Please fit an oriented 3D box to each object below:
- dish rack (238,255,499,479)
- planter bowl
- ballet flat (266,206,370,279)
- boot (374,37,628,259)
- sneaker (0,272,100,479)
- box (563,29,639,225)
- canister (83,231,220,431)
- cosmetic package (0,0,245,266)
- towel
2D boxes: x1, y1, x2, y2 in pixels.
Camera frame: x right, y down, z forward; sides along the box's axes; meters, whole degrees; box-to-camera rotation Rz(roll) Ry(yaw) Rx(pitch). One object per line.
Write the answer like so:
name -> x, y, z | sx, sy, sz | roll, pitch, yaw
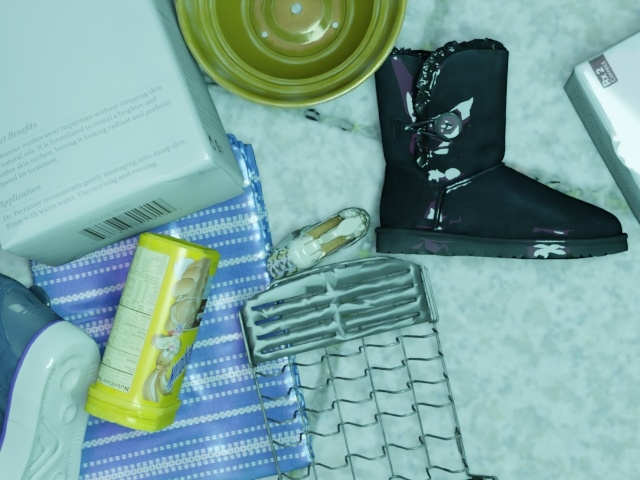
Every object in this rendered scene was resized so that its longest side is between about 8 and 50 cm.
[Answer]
dish rack -> 0.039, 0.155, 1.373 | 0.208, 0.074, 0.272 | -14, 92, -8
planter bowl -> -0.025, -0.229, 1.404 | 0.217, 0.090, 0.217 | 0, 88, 3
ballet flat -> 0.000, 0.000, 1.404 | 0.114, 0.041, 0.041 | -29, 86, -16
boot -> 0.168, -0.086, 1.382 | 0.246, 0.094, 0.207 | 2, 92, 11
sneaker -> -0.355, 0.179, 1.418 | 0.236, 0.130, 0.323 | 26, 106, 25
box -> 0.348, -0.118, 1.357 | 0.182, 0.119, 0.181 | -29, 87, 3
canister -> -0.152, 0.082, 1.355 | 0.073, 0.126, 0.170 | 17, 91, 7
cosmetic package -> -0.244, -0.193, 1.370 | 0.217, 0.156, 0.385 | -21, 79, 5
towel -> -0.152, 0.082, 1.431 | 0.243, 0.040, 0.336 | -13, 87, 5
